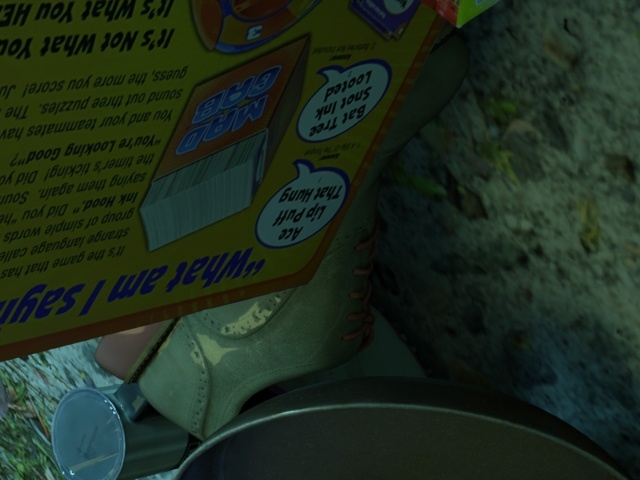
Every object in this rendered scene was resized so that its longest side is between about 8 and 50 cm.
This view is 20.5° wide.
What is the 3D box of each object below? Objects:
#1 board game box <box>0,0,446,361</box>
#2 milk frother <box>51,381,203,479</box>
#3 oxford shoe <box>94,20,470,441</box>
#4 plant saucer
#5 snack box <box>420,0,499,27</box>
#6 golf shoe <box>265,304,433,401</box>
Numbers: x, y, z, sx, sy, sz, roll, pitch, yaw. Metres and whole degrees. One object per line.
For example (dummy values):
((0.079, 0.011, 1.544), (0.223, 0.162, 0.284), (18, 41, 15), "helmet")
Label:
((-0.161, -0.193, 0.818), (0.356, 0.356, 0.356), (41, 121, 26), "board game box")
((-0.156, 0.119, 1.452), (0.143, 0.135, 0.129), (35, 113, 31), "milk frother")
((0.000, 0.000, 1.076), (0.130, 0.123, 0.348), (43, 128, 2), "oxford shoe")
((0.059, 0.170, 1.113), (0.311, 0.050, 0.310), (5, 143, 3), "plant saucer")
((0.101, -0.214, 0.705), (0.070, 0.174, 0.207), (39, 144, 25), "snack box")
((-0.055, 0.051, 1.234), (0.306, 0.140, 0.115), (46, 150, 22), "golf shoe")
